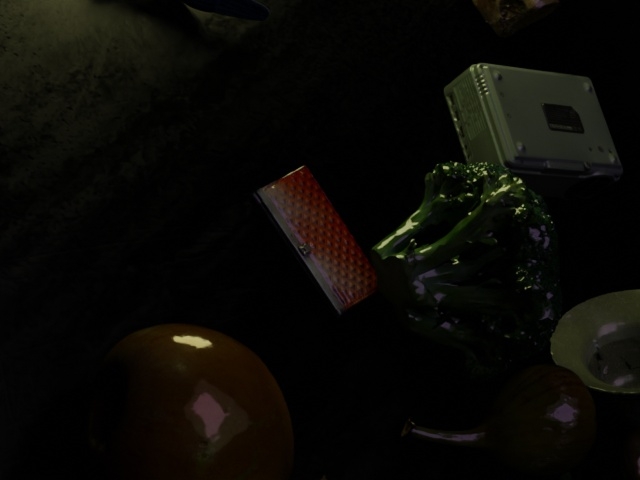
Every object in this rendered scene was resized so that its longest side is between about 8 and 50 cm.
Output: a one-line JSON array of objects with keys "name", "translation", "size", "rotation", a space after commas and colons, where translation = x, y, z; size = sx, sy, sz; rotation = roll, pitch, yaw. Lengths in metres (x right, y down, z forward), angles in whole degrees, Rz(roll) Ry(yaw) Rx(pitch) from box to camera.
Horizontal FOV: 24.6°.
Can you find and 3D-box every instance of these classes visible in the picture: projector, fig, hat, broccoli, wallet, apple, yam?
[{"name": "projector", "translation": [0.331, -0.165, 2.238], "size": [0.257, 0.099, 0.192], "rotation": [3, 63, -37]}, {"name": "fig", "translation": [0.238, 0.235, 1.888], "size": [0.259, 0.151, 0.151], "rotation": [0, 64, -34]}, {"name": "hat", "translation": [0.452, 0.191, 2.070], "size": [0.257, 0.257, 0.130], "rotation": [-44, 135, -45]}, {"name": "broccoli", "translation": [0.202, 0.032, 1.927], "size": [0.245, 0.265, 0.294], "rotation": [-19, 66, -18]}, {"name": "wallet", "translation": [0.000, 0.000, 1.926], "size": [0.103, 0.020, 0.196], "rotation": [-30, 84, -45]}, {"name": "apple", "translation": [-0.137, 0.204, 1.556], "size": [0.208, 0.237, 0.237], "rotation": [17, 54, -30]}, {"name": "yam", "translation": [0.283, -0.440, 2.355], "size": [0.129, 0.128, 0.238], "rotation": [-29, 76, -11]}]

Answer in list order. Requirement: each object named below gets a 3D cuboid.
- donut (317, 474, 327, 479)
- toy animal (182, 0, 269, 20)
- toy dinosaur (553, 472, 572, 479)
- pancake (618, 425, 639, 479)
[{"name": "donut", "translation": [-0.070, 0.390, 1.566], "size": [0.295, 0.112, 0.151], "rotation": [-31, 87, -44]}, {"name": "toy animal", "translation": [-0.150, -0.405, 1.976], "size": [0.176, 0.255, 0.239], "rotation": [-72, 157, -65]}, {"name": "toy dinosaur", "translation": [0.288, 0.413, 1.867], "size": [0.301, 0.087, 0.447], "rotation": [44, 51, 16]}, {"name": "pancake", "translation": [0.528, 0.337, 2.115], "size": [0.242, 0.050, 0.242], "rotation": [19, 54, -29]}]
